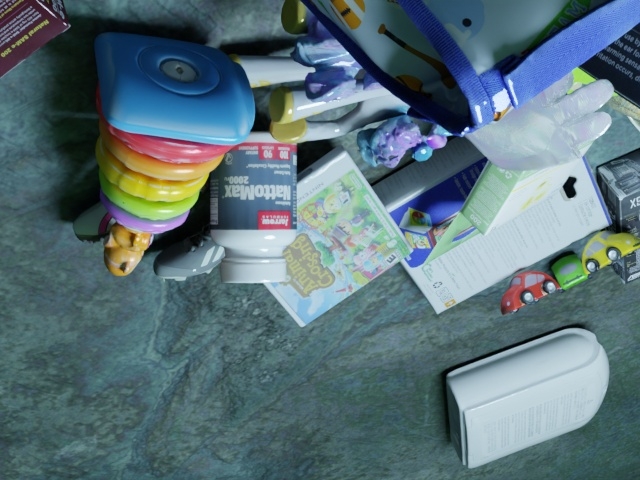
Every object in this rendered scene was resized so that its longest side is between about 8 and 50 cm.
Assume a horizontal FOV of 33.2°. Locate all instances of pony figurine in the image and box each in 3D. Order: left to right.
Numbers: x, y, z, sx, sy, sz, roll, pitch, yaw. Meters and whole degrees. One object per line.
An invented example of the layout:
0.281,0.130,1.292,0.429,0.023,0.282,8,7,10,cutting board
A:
0.113,-0.202,1.205,0.363,0.303,0.351,-5,170,-27,pony figurine

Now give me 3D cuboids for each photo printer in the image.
0.391,0.290,2.005,0.307,0.107,0.256,-20,142,-5,photo printer

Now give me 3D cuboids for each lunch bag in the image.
0.145,-0.289,0.935,0.327,0.385,0.239,-36,143,-8,lunch bag

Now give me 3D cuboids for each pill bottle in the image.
-0.082,-0.040,1.313,0.107,0.180,0.108,-1,-179,0,pill bottle

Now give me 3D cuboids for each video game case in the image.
0.000,0.000,1.438,0.193,0.023,0.212,-34,130,4,video game case

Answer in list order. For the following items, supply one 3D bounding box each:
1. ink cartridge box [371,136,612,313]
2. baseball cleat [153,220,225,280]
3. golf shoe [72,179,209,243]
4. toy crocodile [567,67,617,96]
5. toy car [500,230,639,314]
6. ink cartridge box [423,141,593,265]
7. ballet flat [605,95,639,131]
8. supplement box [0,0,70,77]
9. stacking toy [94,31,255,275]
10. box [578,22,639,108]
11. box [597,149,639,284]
0.248,-0.047,1.577,0.307,0.072,0.304,-30,140,7,ink cartridge box
-0.133,-0.019,1.431,0.205,0.072,0.109,-20,128,-11,baseball cleat
-0.234,-0.063,1.332,0.186,0.067,0.086,-26,110,12,golf shoe
0.357,-0.287,1.331,0.115,0.105,0.341,5,130,-32,toy crocodile
0.396,0.048,1.724,0.239,0.053,0.225,-28,170,11,toy car
0.247,-0.052,1.411,0.171,0.056,0.235,-26,153,-39,ink cartridge box
0.528,-0.169,1.512,0.348,0.123,0.123,23,124,-28,ballet flat
-0.369,-0.256,1.019,0.130,0.073,0.239,-32,140,13,supplement box
-0.195,-0.070,1.219,0.165,0.175,0.302,6,130,-22,stacking toy
0.601,-0.306,1.178,0.479,0.297,0.472,11,116,-36,box
0.598,-0.078,1.702,0.307,0.077,0.242,-24,142,1,box
